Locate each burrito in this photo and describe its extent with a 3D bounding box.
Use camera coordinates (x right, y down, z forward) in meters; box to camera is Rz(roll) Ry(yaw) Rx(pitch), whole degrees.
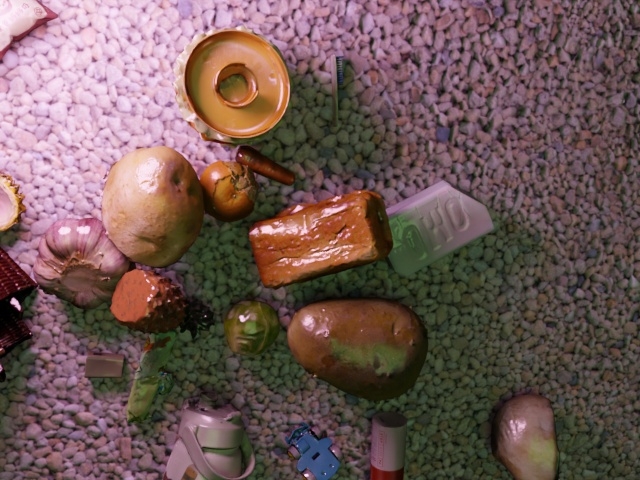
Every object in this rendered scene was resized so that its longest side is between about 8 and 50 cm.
[{"bbox_3d":[-0.425,0.347,1.757,0.104,0.054,0.288,18,96,-15],"label":"burrito"}]

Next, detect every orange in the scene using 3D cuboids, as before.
[{"bbox_3d":[-0.226,-0.123,1.654,0.157,0.134,0.156,-12,115,-28],"label":"orange"}]

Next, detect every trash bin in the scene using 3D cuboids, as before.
[{"bbox_3d":[-0.550,0.319,1.735,0.092,0.043,0.060,7,100,-14],"label":"trash bin"}]

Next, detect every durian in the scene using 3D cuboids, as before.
[{"bbox_3d":[-0.792,-0.081,1.600,0.224,0.078,0.140,-18,116,5],"label":"durian"}]

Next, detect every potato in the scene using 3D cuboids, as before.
[{"bbox_3d":[0.091,0.276,1.749,0.359,0.219,0.269,5,91,-4],"label":"potato"},{"bbox_3d":[-0.368,-0.095,1.555,0.243,0.242,0.285,-6,75,-8],"label":"potato"}]

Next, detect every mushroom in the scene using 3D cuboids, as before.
[{"bbox_3d":[0.566,0.574,1.901,0.164,0.189,0.266,4,103,4],"label":"mushroom"}]

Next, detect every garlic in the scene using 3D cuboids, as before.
[{"bbox_3d":[-0.560,0.041,1.622,0.245,0.160,0.245,-3,130,-3],"label":"garlic"}]

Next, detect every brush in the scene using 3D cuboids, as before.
[{"bbox_3d":[0.042,-0.375,1.701,0.030,0.033,0.178,-7,103,-23],"label":"brush"}]

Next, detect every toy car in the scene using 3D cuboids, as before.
[{"bbox_3d":[-0.029,0.589,1.863,0.126,0.098,0.161,-38,76,-28],"label":"toy car"}]

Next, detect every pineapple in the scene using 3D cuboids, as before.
[{"bbox_3d":[-0.366,0.162,1.652,0.157,0.158,0.279,-56,147,4],"label":"pineapple"}]

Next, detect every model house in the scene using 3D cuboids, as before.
[{"bbox_3d":[-0.773,0.160,1.566,0.317,0.297,0.282,53,45,-10],"label":"model house"}]

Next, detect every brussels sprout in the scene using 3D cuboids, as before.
[{"bbox_3d":[-0.178,0.225,1.740,0.155,0.117,0.155,-1,93,-15],"label":"brussels sprout"}]

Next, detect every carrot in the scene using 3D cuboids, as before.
[{"bbox_3d":[-0.138,-0.185,1.700,0.161,0.055,0.055,27,96,-20],"label":"carrot"}]

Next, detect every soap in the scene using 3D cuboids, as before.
[{"bbox_3d":[0.288,-0.040,1.776,0.290,0.095,0.172,-27,105,-4],"label":"soap"}]

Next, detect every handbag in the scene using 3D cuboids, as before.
[{"bbox_3d":[-0.740,-0.515,1.492,0.213,0.127,0.235,-41,103,2],"label":"handbag"}]

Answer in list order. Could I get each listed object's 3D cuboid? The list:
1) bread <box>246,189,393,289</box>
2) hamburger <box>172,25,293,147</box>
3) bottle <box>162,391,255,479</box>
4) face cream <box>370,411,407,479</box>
[{"bbox_3d":[0.001,-0.003,1.674,0.344,0.149,0.195,-14,90,17],"label":"bread"},{"bbox_3d":[-0.207,-0.349,1.569,0.275,0.212,0.274,-1,96,-15],"label":"hamburger"},{"bbox_3d":[-0.286,0.575,1.749,0.229,0.229,0.351,12,91,-12],"label":"bottle"},{"bbox_3d":[0.187,0.594,1.886,0.096,0.096,0.214,0,102,-10],"label":"face cream"}]
